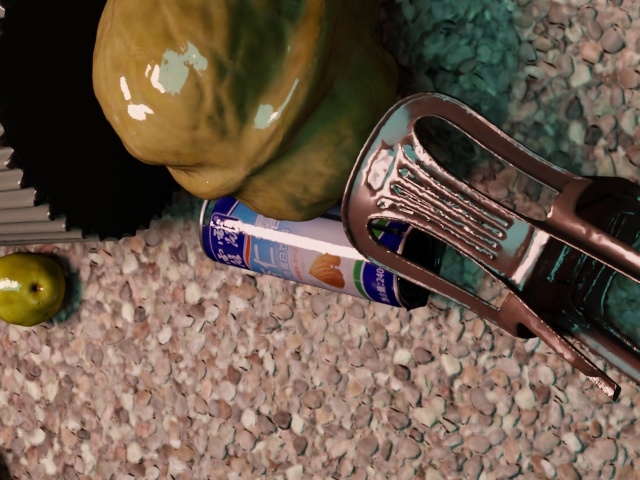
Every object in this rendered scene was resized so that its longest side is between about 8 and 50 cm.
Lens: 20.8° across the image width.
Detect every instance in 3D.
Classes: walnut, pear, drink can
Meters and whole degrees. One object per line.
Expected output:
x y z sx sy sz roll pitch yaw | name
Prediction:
-0.066 -0.166 1.648 0.253 0.282 0.277 -19 48 21 | walnut
-0.331 0.054 1.945 0.097 0.092 0.092 -162 72 -72 | pear
0.000 0.000 1.732 0.235 0.097 0.097 13 101 28 | drink can

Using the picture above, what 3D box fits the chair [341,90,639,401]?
0.201 0.006 1.563 0.326 0.183 0.176 37 110 31 | chair

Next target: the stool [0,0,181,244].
-0.349 -0.127 1.828 0.330 0.297 0.297 -8 90 36 | stool
